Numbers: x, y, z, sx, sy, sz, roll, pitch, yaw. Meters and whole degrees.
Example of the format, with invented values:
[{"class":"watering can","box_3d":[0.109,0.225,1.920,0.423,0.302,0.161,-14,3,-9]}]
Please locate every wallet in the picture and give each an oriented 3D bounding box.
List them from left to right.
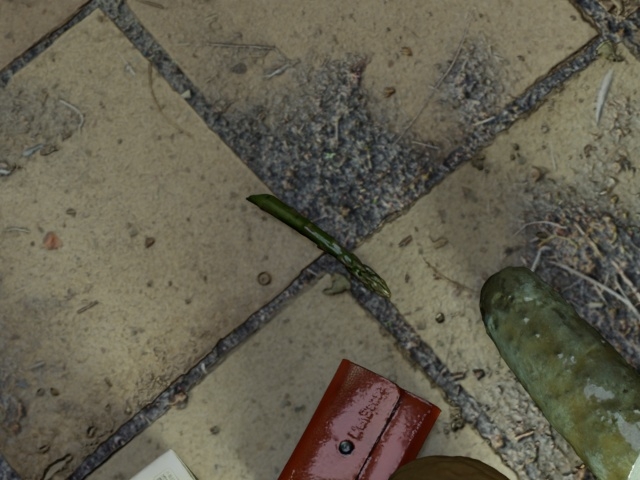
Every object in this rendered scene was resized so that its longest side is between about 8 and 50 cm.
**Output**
[{"class":"wallet","box_3d":[0.043,0.264,1.981,0.142,0.045,0.204,26,75,13]}]

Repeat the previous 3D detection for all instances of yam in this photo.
[{"class":"yam","box_3d":[0.316,0.165,1.953,0.133,0.133,0.330,-36,69,-7]}]

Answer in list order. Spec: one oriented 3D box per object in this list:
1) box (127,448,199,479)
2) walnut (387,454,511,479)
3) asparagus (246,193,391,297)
[{"class":"box","box_3d":[-0.247,0.367,1.908,0.256,0.164,0.069,-38,71,-8]},{"class":"walnut","box_3d":[0.148,0.359,1.857,0.228,0.228,0.228,-2,71,5]},{"class":"asparagus","box_3d":[0.000,0.001,2.081,0.236,0.034,0.027,36,64,16]}]
